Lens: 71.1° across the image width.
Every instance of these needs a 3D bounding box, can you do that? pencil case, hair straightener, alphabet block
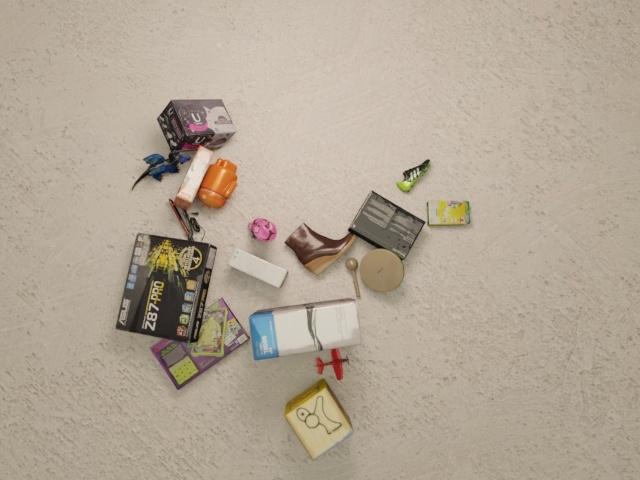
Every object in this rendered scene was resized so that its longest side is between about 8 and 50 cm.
[{"bbox_3d":[-0.235,-0.043,1.790,0.098,0.209,0.095,23,88,-15],"label":"pencil case"},{"bbox_3d":[-0.545,-0.089,1.865,0.089,0.047,0.230,-26,86,-4],"label":"hair straightener"},{"bbox_3d":[-0.008,0.684,1.731,0.192,0.193,0.197,-32,86,-6],"label":"alphabet block"}]

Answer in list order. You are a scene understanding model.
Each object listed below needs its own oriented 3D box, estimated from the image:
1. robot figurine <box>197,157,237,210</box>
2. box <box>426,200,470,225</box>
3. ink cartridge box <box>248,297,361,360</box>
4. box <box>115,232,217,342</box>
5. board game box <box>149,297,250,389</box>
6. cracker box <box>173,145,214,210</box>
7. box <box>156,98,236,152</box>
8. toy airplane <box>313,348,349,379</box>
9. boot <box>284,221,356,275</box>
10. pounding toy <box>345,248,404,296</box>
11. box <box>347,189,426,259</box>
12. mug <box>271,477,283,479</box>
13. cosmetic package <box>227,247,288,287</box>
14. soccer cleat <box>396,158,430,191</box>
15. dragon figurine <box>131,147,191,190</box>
[{"bbox_3d":[-0.424,-0.227,1.843,0.158,0.128,0.219,24,84,0],"label":"robot figurine"},{"bbox_3d":[0.545,-0.117,1.904,0.179,0.043,0.105,0,84,1],"label":"box"},{"bbox_3d":[-0.055,0.329,1.718,0.395,0.285,0.166,-8,86,-2],"label":"ink cartridge box"},{"bbox_3d":[-0.611,0.185,1.788,0.318,0.097,0.395,9,82,10],"label":"box"},{"bbox_3d":[-0.487,0.417,1.818,0.347,0.056,0.208,-35,90,-5],"label":"board game box"},{"bbox_3d":[-0.513,-0.249,1.805,0.067,0.155,0.232,24,73,-18],"label":"cracker box"},{"bbox_3d":[-0.491,-0.461,1.795,0.247,0.142,0.163,-21,83,-47],"label":"box"},{"bbox_3d":[0.044,0.501,1.833,0.151,0.028,0.151,0,82,-2],"label":"toy airplane"},{"bbox_3d":[0.000,0.000,1.851,0.248,0.090,0.207,-42,89,-2],"label":"boot"},{"bbox_3d":[0.240,0.118,1.856,0.237,0.110,0.183,-18,97,26],"label":"pounding toy"},{"bbox_3d":[0.271,-0.058,1.860,0.261,0.103,0.184,31,81,1],"label":"box"},{"bbox_3d":[-0.167,0.984,1.759,0.062,0.064,0.078,-34,86,-5],"label":"mug"},{"bbox_3d":[-0.251,0.114,1.821,0.231,0.117,0.085,25,85,2],"label":"cosmetic package"},{"bbox_3d":[0.398,-0.288,1.909,0.072,0.060,0.179,41,87,4],"label":"soccer cleat"},{"bbox_3d":[-0.668,-0.303,1.835,0.289,0.144,0.085,-21,85,-4],"label":"dragon figurine"}]
